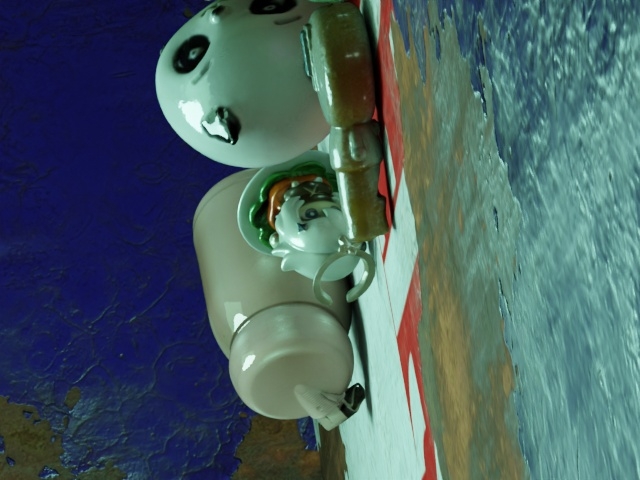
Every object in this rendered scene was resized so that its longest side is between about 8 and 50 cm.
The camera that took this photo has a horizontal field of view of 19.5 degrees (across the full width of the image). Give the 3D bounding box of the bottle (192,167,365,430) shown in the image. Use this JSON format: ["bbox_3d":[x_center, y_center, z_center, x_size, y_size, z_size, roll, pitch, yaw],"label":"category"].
[{"bbox_3d":[-0.037,0.074,2.177,0.206,0.173,0.297,44,-160,-39],"label":"bottle"}]

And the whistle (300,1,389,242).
[{"bbox_3d":[0.022,-0.108,1.588,0.107,0.057,0.220,-120,20,-78],"label":"whistle"}]

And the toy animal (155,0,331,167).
[{"bbox_3d":[-0.057,-0.156,1.752,0.165,0.187,0.235,55,-178,-6],"label":"toy animal"}]

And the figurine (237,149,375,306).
[{"bbox_3d":[0.000,0.000,1.851,0.153,0.132,0.132,-124,23,-49],"label":"figurine"}]
